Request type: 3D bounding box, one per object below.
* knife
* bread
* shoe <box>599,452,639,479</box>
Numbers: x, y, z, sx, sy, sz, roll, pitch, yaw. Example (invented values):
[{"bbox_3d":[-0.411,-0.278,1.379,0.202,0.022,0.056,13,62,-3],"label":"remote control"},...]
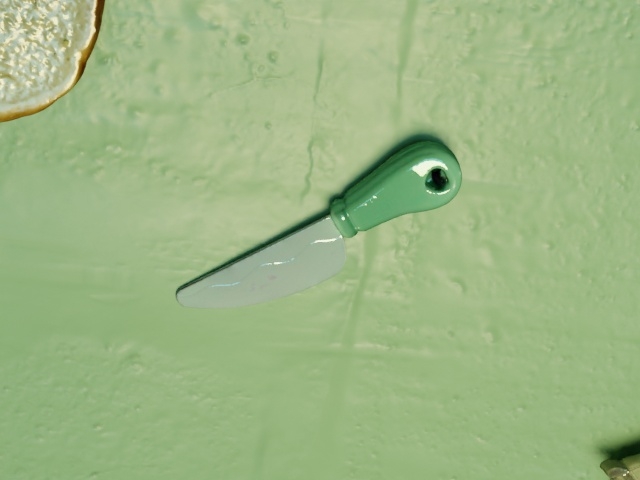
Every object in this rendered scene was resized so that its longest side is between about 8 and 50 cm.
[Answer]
[{"bbox_3d":[0.001,0.001,0.974,0.260,0.034,0.063,-30,118,13],"label":"knife"},{"bbox_3d":[-0.268,-0.191,0.844,0.236,0.070,0.236,-2,111,-6],"label":"bread"},{"bbox_3d":[0.312,0.307,1.088,0.098,0.103,0.275,-7,106,-2],"label":"shoe"}]
